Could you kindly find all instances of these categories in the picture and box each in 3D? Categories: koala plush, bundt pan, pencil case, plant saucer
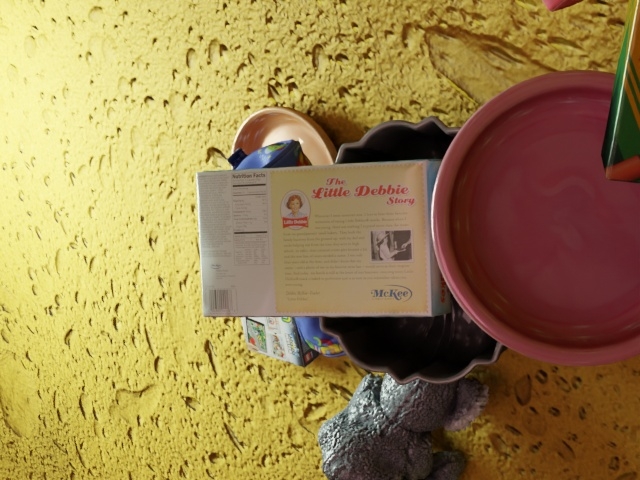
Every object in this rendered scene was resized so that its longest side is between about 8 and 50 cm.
[{"bbox_3d":[0.117,0.231,2.036,0.196,0.203,0.221,45,119,18],"label":"koala plush"},{"bbox_3d":[0.144,0.010,1.913,0.331,0.124,0.331,2,94,28],"label":"bundt pan"},{"bbox_3d":[-0.023,0.012,2.050,0.133,0.119,0.306,-28,106,6],"label":"pencil case"},{"bbox_3d":[-0.040,-0.092,2.136,0.200,0.037,0.200,16,116,36],"label":"plant saucer"},{"bbox_3d":[0.291,-0.024,1.742,0.332,0.084,0.332,0,88,3],"label":"plant saucer"}]

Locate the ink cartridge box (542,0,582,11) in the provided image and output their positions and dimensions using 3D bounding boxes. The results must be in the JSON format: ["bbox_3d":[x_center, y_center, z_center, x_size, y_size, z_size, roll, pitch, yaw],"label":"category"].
[{"bbox_3d":[0.305,-0.380,1.682,0.218,0.092,0.158,-38,81,45],"label":"ink cartridge box"}]

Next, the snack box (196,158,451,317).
[{"bbox_3d":[0.000,0.000,1.885,0.322,0.060,0.187,-1,92,28],"label":"snack box"}]

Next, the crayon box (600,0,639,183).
[{"bbox_3d":[0.417,-0.209,1.594,0.202,0.081,0.318,6,115,3],"label":"crayon box"}]

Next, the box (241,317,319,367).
[{"bbox_3d":[-0.072,0.077,2.201,0.114,0.036,0.207,14,127,37],"label":"box"}]
